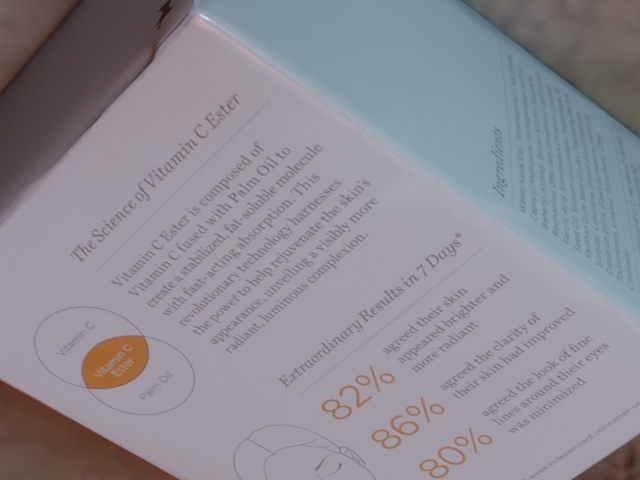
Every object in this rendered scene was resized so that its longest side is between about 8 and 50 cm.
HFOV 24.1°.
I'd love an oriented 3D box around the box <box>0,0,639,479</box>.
[{"bbox_3d":[0.000,0.000,0.413,0.170,0.091,0.130,34,125,-23],"label":"box"}]
